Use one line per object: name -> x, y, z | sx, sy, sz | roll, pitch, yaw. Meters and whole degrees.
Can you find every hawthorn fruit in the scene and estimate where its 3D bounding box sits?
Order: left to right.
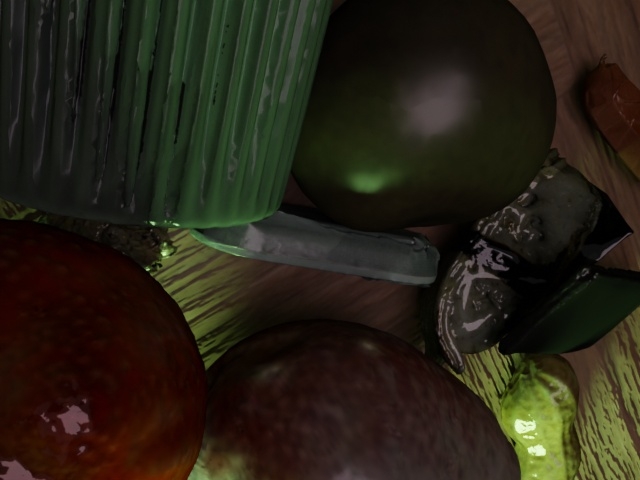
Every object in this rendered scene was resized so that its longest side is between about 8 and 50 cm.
hawthorn fruit -> -0.210, 0.127, 0.700 | 0.287, 0.330, 0.287 | 0, 90, 15

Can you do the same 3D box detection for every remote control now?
remote control -> 0.000, 0.000, 0.856 | 0.247, 0.104, 0.052 | 10, 101, -24

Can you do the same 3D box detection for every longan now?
longan -> 0.092, -0.115, 0.802 | 0.246, 0.215, 0.246 | 0, 121, 0

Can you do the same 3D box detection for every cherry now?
cherry -> 0.017, 0.244, 0.828 | 0.335, 0.291, 0.326 | 33, 72, -40

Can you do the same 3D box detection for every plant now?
plant -> -0.194, 0.006, 0.809 | 0.116, 0.104, 0.122 | 37, 120, 7

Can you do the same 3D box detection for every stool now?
stool -> -0.126, -0.199, 0.660 | 0.297, 0.297, 0.330 | 4, 106, -23

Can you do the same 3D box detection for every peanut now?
peanut -> 0.248, 0.215, 1.026 | 0.089, 0.089, 0.193 | -13, 108, -18

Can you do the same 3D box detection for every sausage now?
sausage -> 0.334, -0.124, 0.979 | 0.169, 0.065, 0.065 | 42, 86, -26

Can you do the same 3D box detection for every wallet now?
wallet -> 0.276, 0.077, 0.947 | 0.124, 0.025, 0.244 | -48, 153, 21

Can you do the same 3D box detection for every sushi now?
sushi -> 0.171, 0.020, 0.936 | 0.273, 0.134, 0.109 | -42, 102, 10
